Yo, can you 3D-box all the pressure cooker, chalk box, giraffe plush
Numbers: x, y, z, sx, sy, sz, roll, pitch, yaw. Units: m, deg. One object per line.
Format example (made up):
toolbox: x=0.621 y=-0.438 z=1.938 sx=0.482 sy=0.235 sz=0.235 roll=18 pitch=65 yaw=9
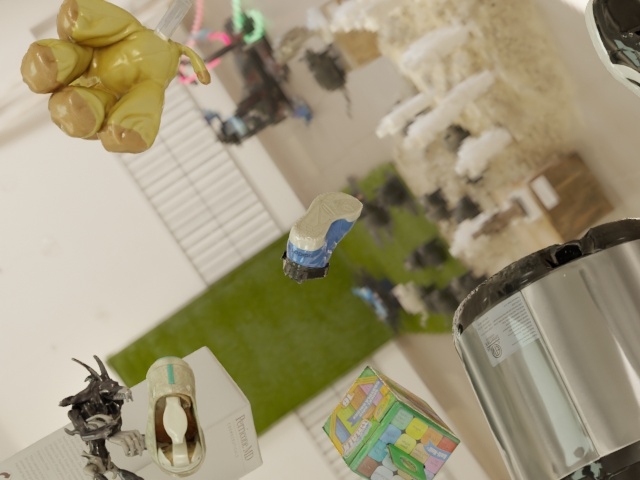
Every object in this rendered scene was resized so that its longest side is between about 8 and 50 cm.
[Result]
pressure cooker: x=0.404 y=0.226 z=1.595 sx=0.370 sy=0.376 sz=0.420 roll=88 pitch=162 yaw=-66
chalk box: x=0.112 y=0.304 z=1.821 sx=0.132 sy=0.132 sz=0.213 roll=35 pitch=-178 yaw=-20
giraffe plush: x=-0.246 y=-0.182 z=1.359 sx=0.181 sy=0.210 sz=0.170 roll=52 pitch=149 yaw=-9

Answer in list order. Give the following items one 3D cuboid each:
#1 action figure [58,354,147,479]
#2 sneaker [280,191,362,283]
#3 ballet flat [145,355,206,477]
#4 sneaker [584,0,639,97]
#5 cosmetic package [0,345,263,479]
action figure: x=-0.290 y=0.300 z=1.735 sx=0.164 sy=0.141 sz=0.275 roll=1 pitch=-100 yaw=-67
sneaker: x=-0.001 y=0.000 z=1.498 sx=0.058 sy=0.152 sz=0.084 roll=26 pitch=123 yaw=13
ballet flat: x=-0.137 y=0.179 z=1.108 sx=0.052 sy=0.057 sz=0.168 roll=-107 pitch=10 yaw=-48
sneaker: x=0.338 y=-0.163 z=1.078 sx=0.217 sy=0.079 sz=0.121 roll=56 pitch=156 yaw=8
cosmetic package: x=-0.343 y=0.411 z=2.140 sx=0.161 sy=0.453 sz=0.230 roll=48 pitch=158 yaw=34
